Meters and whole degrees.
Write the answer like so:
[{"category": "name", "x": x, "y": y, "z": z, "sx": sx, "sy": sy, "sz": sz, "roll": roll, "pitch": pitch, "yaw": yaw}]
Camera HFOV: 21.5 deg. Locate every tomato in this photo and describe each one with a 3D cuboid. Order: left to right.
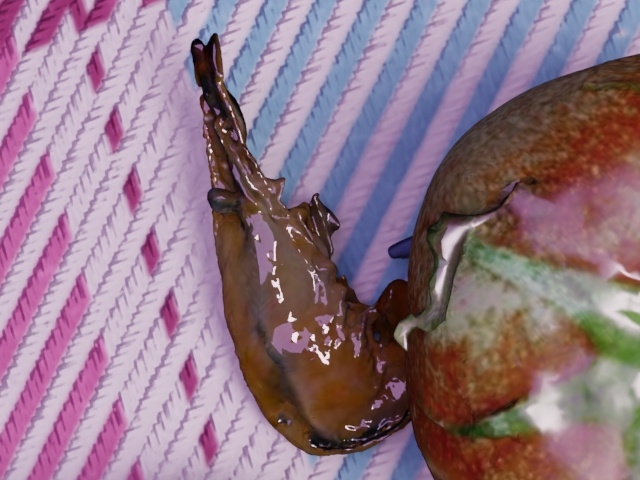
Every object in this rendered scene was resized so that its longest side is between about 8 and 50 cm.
[{"category": "tomato", "x": 0.188, "y": 0.055, "z": 0.869, "sx": 0.303, "sy": 0.239, "sz": 0.303, "roll": 0, "pitch": 91, "yaw": 11}]

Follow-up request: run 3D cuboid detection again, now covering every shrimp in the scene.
[{"category": "shrimp", "x": -0.008, "y": -0.001, "z": 1.016, "sx": 0.117, "sy": 0.066, "sz": 0.262, "roll": -12, "pitch": 96, "yaw": -4}]

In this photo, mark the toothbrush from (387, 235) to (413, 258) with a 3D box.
[{"category": "toothbrush", "x": 0.236, "y": -0.047, "z": 0.979, "sx": 0.413, "sy": 0.035, "sz": 0.042, "roll": -15, "pitch": 84, "yaw": 11}]
